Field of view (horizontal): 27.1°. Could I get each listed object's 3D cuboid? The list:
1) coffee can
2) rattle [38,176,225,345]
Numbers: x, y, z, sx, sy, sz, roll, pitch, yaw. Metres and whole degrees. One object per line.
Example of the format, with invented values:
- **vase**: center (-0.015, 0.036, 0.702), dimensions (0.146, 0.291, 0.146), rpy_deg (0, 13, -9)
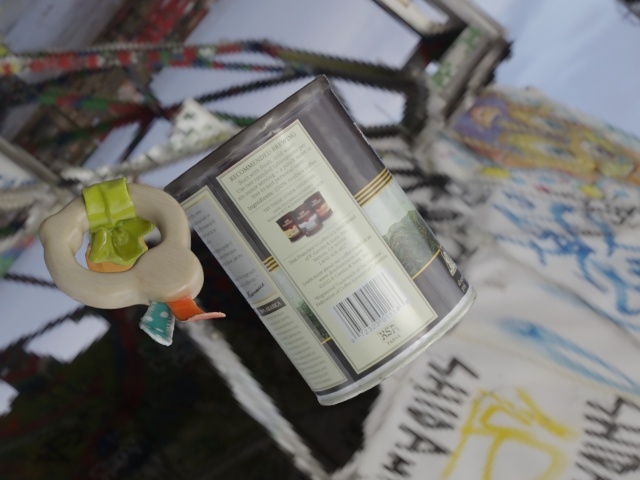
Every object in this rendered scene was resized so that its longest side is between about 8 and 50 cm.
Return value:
- **coffee can**: center (0.000, 0.000, 1.358), dimensions (0.201, 0.275, 0.201), rpy_deg (-35, -174, 4)
- **rattle**: center (-0.148, 0.050, 1.134), dimensions (0.130, 0.200, 0.142), rpy_deg (-28, 143, -37)
